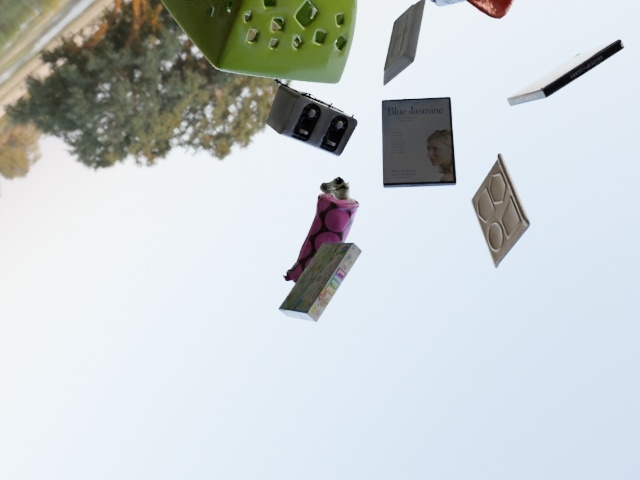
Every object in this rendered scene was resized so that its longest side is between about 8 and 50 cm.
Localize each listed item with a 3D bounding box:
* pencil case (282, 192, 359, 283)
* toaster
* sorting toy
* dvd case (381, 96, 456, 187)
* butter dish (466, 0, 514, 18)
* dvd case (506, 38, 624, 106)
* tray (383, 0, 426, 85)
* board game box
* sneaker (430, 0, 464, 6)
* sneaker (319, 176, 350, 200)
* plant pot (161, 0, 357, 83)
[{"bbox_3d":[0.000,0.000,1.333,0.095,0.098,0.209,48,-60,57],"label":"pencil case"},{"bbox_3d":[-0.029,-0.290,1.551,0.110,0.168,0.186,-65,-150,13],"label":"toaster"},{"bbox_3d":[0.414,-0.066,1.497,0.038,0.208,0.193,-5,-121,-11],"label":"sorting toy"},{"bbox_3d":[0.244,-0.249,1.640,0.180,0.022,0.253,-2,-114,7],"label":"dvd case"},{"bbox_3d":[0.130,-0.280,0.481,0.118,0.159,0.160,-6,-121,65],"label":"butter dish"},{"bbox_3d":[0.603,-0.413,1.622,0.238,0.030,0.179,-32,-170,-7],"label":"dvd case"},{"bbox_3d":[0.240,-0.592,1.926,0.145,0.030,0.271,-30,-141,50],"label":"tray"},{"bbox_3d":[-0.001,0.071,1.159,0.154,0.026,0.103,-56,-155,-20],"label":"board game box"},{"bbox_3d":[0.282,-0.593,1.521,0.296,0.112,0.131,-13,168,-37],"label":"sneaker"},{"bbox_3d":[0.028,-0.095,1.137,0.031,0.037,0.083,-2,-163,-32],"label":"sneaker"},{"bbox_3d":[-0.071,-0.378,0.938,0.227,0.228,0.207,53,-48,33],"label":"plant pot"}]
